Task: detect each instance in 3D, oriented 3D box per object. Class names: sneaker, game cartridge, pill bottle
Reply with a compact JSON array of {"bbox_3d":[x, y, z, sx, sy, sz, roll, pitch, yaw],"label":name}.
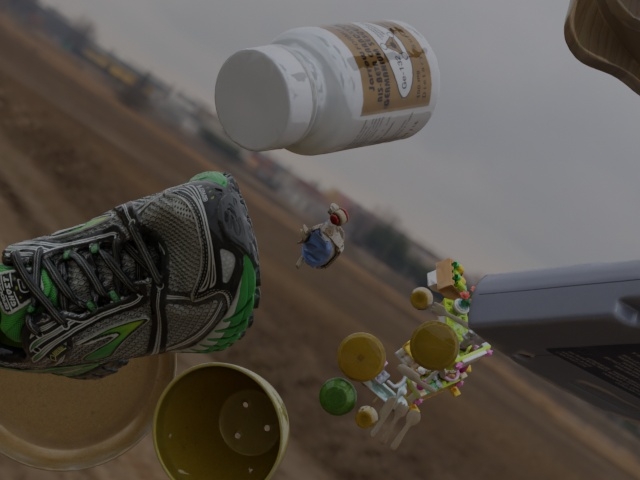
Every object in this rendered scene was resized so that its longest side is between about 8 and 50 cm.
[{"bbox_3d":[-0.173,0.044,1.354,0.146,0.134,0.343,-2,-18,-43],"label":"sneaker"},{"bbox_3d":[0.256,0.089,1.213,0.294,0.060,0.196,27,-25,-32],"label":"game cartridge"},{"bbox_3d":[0.007,-0.155,1.748,0.131,0.131,0.229,34,30,31],"label":"pill bottle"}]

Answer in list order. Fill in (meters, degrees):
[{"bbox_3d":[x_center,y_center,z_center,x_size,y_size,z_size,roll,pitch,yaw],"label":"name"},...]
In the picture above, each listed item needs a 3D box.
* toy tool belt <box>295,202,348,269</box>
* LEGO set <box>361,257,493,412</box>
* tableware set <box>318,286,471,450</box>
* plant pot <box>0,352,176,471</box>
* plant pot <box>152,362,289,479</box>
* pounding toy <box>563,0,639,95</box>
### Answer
[{"bbox_3d":[0.000,0.000,1.981,0.052,0.051,0.083,48,-39,20],"label":"toy tool belt"},{"bbox_3d":[0.169,0.119,2.229,0.132,0.107,0.287,42,44,-1],"label":"LEGO set"},{"bbox_3d":[0.070,0.117,1.657,0.104,0.154,0.024,32,6,8],"label":"tableware set"},{"bbox_3d":[-0.270,0.124,1.809,0.236,0.236,0.032,33,-1,-3],"label":"plant pot"},{"bbox_3d":[-0.084,0.182,1.671,0.134,0.134,0.095,34,11,15],"label":"plant pot"},{"bbox_3d":[0.244,-0.210,1.185,0.154,0.269,0.155,12,-20,-13],"label":"pounding toy"}]
